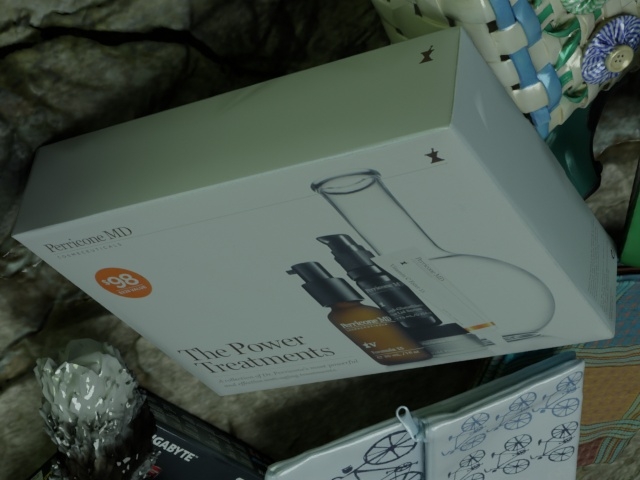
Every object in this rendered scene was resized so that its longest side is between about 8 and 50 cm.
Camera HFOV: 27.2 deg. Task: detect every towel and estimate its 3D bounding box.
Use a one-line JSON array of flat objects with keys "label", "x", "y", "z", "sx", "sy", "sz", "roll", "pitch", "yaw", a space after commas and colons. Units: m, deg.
[{"label": "towel", "x": 0.279, "y": 0.144, "z": 1.399, "sx": 0.271, "sy": 0.040, "sz": 0.370, "roll": -4, "pitch": 139, "yaw": -22}]

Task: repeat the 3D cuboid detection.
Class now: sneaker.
[{"label": "sneaker", "x": 0.190, "y": -0.039, "z": 1.193, "sx": 0.121, "sy": 0.108, "sz": 0.302, "roll": 2, "pitch": 125, "yaw": -22}]

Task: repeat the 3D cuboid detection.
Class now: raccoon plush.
[{"label": "raccoon plush", "x": -0.189, "y": 0.345, "z": 1.131, "sx": 0.216, "sy": 0.299, "sz": 0.446, "roll": -19, "pitch": 134, "yaw": -8}]

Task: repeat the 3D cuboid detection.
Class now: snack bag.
[{"label": "snack bag", "x": 0.115, "y": 0.256, "z": 1.391, "sx": 0.342, "sy": 0.037, "sz": 0.323, "roll": -19, "pitch": 146, "yaw": -6}]

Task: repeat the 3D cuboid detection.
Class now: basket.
[{"label": "basket", "x": 0.173, "y": -0.229, "z": 0.971, "sx": 0.289, "sy": 0.201, "sz": 0.255, "roll": -55, "pitch": 144, "yaw": -17}]

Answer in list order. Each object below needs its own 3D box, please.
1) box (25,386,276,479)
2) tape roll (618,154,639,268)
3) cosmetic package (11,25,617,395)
[{"label": "box", "x": -0.167, "y": 0.251, "z": 1.306, "sx": 0.175, "sy": 0.051, "sz": 0.220, "roll": -42, "pitch": 133, "yaw": 12}, {"label": "tape roll", "x": 0.307, "y": -0.129, "z": 1.042, "sx": 0.077, "sy": 0.321, "sz": 0.321, "roll": 13, "pitch": 130, "yaw": 11}, {"label": "cosmetic package", "x": 0.000, "y": 0.000, "z": 1.019, "sx": 0.377, "sy": 0.097, "sz": 0.284, "roll": -12, "pitch": 140, "yaw": 31}]
